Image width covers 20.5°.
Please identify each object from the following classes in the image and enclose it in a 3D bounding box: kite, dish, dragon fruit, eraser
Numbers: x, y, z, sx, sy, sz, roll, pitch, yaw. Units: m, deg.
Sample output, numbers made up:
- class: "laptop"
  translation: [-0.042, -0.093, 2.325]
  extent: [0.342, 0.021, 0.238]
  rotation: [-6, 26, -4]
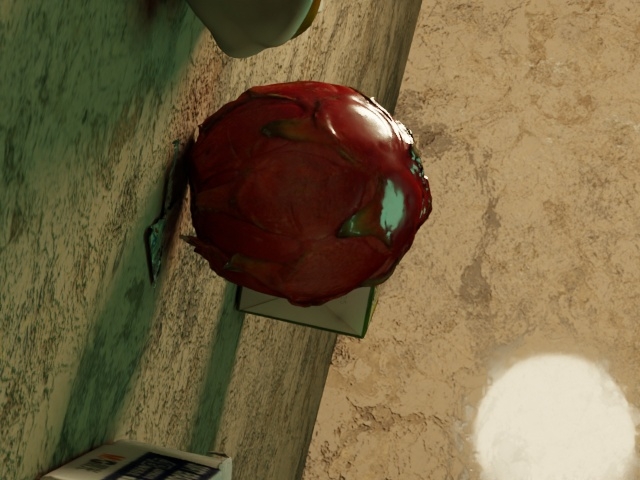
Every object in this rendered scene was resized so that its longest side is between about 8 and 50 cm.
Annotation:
- class: "kite"
  translation: [-0.151, -0.025, 1.720]
  extent: [0.139, 0.011, 0.156]
  rotation: [-71, 172, -68]
- class: "dish"
  translation: [-0.075, -0.262, 1.442]
  extent: [0.229, 0.081, 0.229]
  rotation: [-12, -104, 57]
- class: "dragon fruit"
  translation: [-0.014, -0.051, 1.784]
  extent: [0.241, 0.252, 0.241]
  rotation: [-54, -155, 39]
- class: "eraser"
  translation: [-0.163, 0.239, 1.570]
  extent: [0.287, 0.130, 0.086]
  rotation: [-2, 100, -82]

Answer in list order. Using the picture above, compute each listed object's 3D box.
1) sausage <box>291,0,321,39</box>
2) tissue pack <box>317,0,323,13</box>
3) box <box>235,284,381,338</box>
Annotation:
- class: "sausage"
  translation: [-0.045, -0.312, 1.572]
  extent: [0.105, 0.105, 0.274]
  rotation: [64, 25, -80]
- class: "tissue pack"
  translation: [-0.050, -0.270, 1.704]
  extent: [0.148, 0.106, 0.099]
  rotation: [-48, 150, -79]
- class: "box"
  translation: [0.000, 0.000, 2.331]
  extent: [0.148, 0.178, 0.194]
  rotation: [-65, 165, -68]
